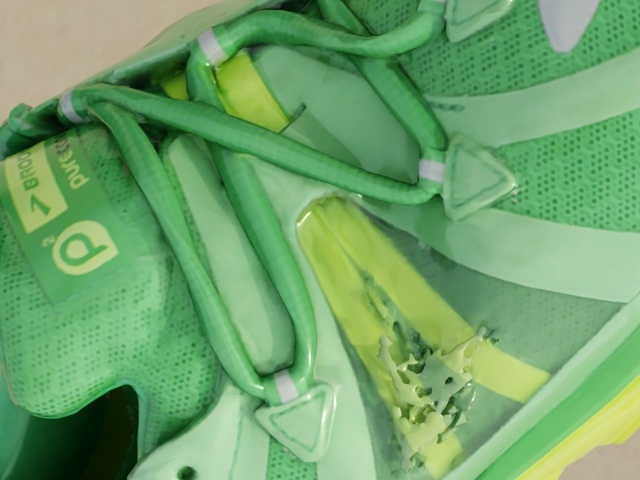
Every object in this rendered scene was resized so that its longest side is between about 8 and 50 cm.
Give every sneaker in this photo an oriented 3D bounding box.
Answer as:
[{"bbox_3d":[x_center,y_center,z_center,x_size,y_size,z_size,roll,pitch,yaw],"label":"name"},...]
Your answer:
[{"bbox_3d":[0.000,0.000,0.373,0.123,0.109,0.295,17,112,-33],"label":"sneaker"}]
